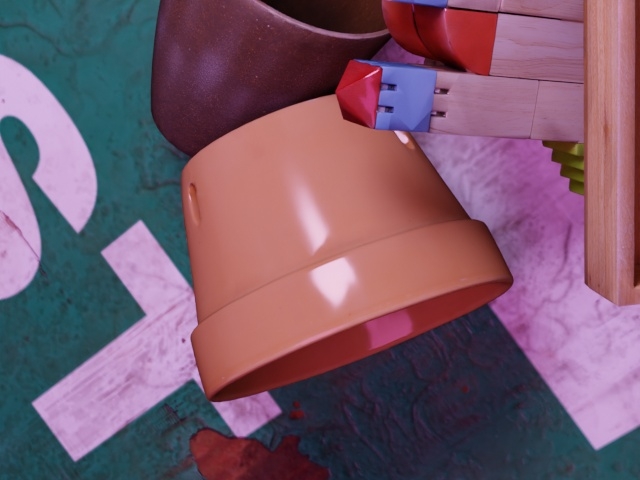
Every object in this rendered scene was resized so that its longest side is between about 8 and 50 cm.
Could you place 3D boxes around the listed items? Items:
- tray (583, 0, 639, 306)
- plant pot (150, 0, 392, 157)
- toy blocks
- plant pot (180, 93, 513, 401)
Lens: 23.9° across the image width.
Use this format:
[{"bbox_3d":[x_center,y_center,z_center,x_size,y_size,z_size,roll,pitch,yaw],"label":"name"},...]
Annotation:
[{"bbox_3d":[0.301,-0.167,1.127,0.202,0.076,0.411,-6,104,-13],"label":"tray"},{"bbox_3d":[-0.064,-0.182,1.358,0.215,0.215,0.230,42,132,6],"label":"plant pot"},{"bbox_3d":[0.131,-0.230,1.179,0.190,0.260,0.382,27,112,58],"label":"toy blocks"},{"bbox_3d":[0.000,0.000,1.350,0.290,0.291,0.204,-28,78,28],"label":"plant pot"}]
